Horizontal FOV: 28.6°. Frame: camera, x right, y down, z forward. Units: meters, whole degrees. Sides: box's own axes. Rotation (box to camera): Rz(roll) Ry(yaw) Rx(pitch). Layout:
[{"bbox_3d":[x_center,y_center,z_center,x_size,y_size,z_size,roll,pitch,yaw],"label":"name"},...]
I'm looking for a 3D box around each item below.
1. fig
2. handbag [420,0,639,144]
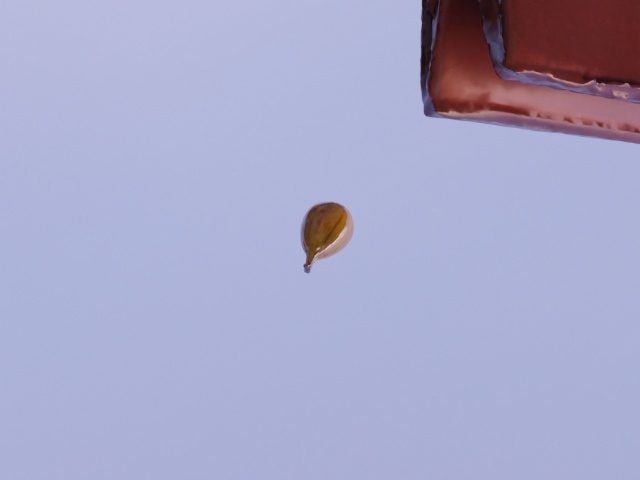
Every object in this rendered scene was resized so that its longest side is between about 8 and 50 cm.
[{"bbox_3d":[0.000,0.000,1.157,0.050,0.050,0.083,11,-131,19],"label":"fig"},{"bbox_3d":[0.155,-0.173,0.572,0.276,0.260,0.084,1,175,-36],"label":"handbag"}]
